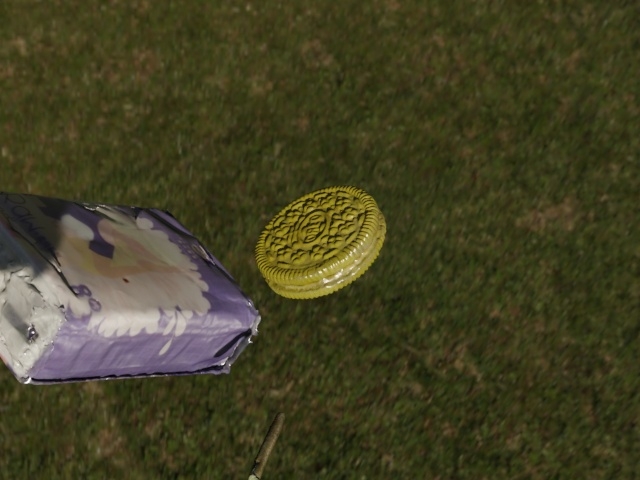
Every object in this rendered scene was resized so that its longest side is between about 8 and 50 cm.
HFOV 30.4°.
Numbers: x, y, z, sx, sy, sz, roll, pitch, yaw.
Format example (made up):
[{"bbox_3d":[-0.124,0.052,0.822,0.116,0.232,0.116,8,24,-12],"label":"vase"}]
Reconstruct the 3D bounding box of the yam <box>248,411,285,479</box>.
[{"bbox_3d":[-0.054,0.212,1.216,0.014,0.014,0.107,21,33,3],"label":"yam"}]

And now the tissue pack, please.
[{"bbox_3d":[-0.264,0.056,1.414,0.242,0.125,0.343,45,23,29],"label":"tissue pack"}]

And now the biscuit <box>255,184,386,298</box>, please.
[{"bbox_3d":[0.000,0.000,0.721,0.084,0.023,0.084,-20,35,15],"label":"biscuit"}]
